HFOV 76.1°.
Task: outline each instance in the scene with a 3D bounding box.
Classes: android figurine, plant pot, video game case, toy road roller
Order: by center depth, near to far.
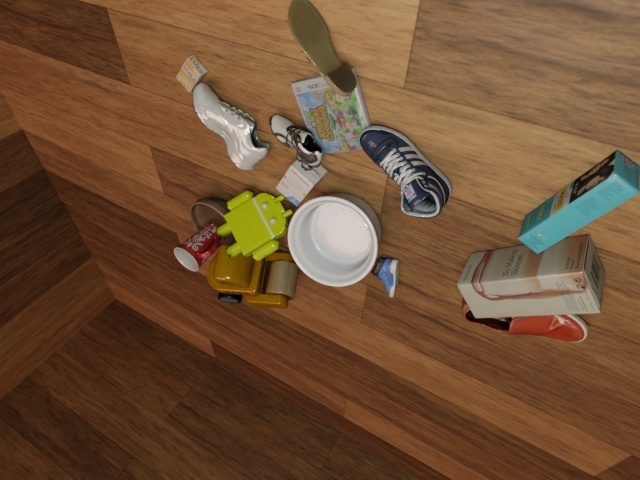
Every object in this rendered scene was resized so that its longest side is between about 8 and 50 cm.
[{"bbox_3d":[0.036,-0.334,1.092,0.193,0.023,0.212,4,130,36],"label":"video game case"},{"bbox_3d":[-0.225,-0.058,1.423,0.248,0.273,0.056,62,-173,15],"label":"android figurine"},{"bbox_3d":[-0.262,0.125,1.534,0.329,0.202,0.240,3,158,10],"label":"toy road roller"},{"bbox_3d":[-0.390,-0.080,1.618,0.237,0.110,0.237,22,138,21],"label":"plant pot"}]

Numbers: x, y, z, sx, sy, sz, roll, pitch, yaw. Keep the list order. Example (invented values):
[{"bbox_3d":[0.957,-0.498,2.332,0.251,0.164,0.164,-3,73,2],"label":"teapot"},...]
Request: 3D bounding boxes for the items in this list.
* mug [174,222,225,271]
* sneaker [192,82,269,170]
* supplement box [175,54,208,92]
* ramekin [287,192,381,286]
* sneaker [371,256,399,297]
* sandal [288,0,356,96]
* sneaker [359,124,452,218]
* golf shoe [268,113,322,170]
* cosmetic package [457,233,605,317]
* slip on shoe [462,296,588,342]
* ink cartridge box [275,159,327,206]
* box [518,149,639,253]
[{"bbox_3d":[-0.431,0.025,1.531,0.150,0.169,0.113,22,139,19],"label":"mug"},{"bbox_3d":[-0.269,-0.364,1.266,0.129,0.111,0.297,-25,115,32],"label":"sneaker"},{"bbox_3d":[-0.395,-0.509,1.253,0.062,0.036,0.098,48,141,-13],"label":"supplement box"},{"bbox_3d":[0.052,-0.013,1.245,0.277,0.135,0.277,7,111,19],"label":"ramekin"},{"bbox_3d":[0.215,0.121,1.372,0.084,0.058,0.152,12,131,22],"label":"sneaker"},{"bbox_3d":[-0.009,-0.441,0.976,0.240,0.088,0.079,55,163,-8],"label":"sandal"},{"bbox_3d":[0.200,-0.167,1.009,0.282,0.153,0.099,37,131,-2],"label":"sneaker"},{"bbox_3d":[-0.062,-0.295,1.154,0.198,0.077,0.094,47,149,2],"label":"golf shoe"},{"bbox_3d":[0.523,0.097,1.031,0.296,0.153,0.129,-16,115,45],"label":"cosmetic package"},{"bbox_3d":[0.567,0.227,1.166,0.331,0.101,0.123,14,134,26],"label":"slip on shoe"},{"bbox_3d":[-0.055,-0.191,1.253,0.092,0.090,0.143,42,141,-4],"label":"ink cartridge box"},{"bbox_3d":[0.546,-0.075,0.880,0.060,0.100,0.244,38,142,2],"label":"box"}]
